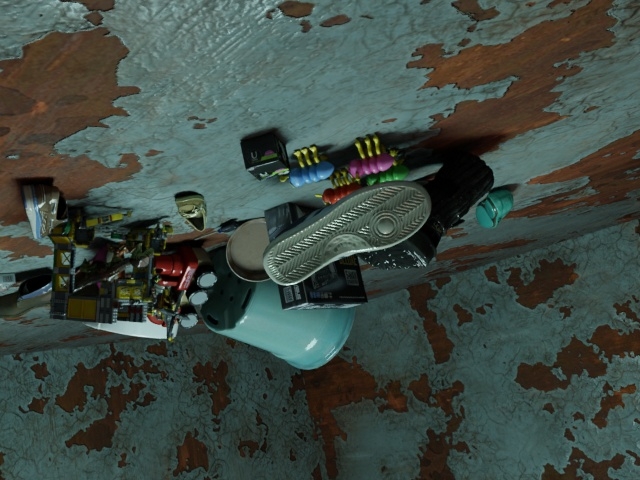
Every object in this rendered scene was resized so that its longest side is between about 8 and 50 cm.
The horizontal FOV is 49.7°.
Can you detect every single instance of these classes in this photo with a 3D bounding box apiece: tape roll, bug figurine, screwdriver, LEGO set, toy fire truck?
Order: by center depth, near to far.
[{"bbox_3d":[0.057,-0.127,1.365,0.216,0.072,0.279,-16,168,18],"label":"bug figurine"},{"bbox_3d":[-0.382,0.065,1.406,0.192,0.255,0.331,1,168,26],"label":"LEGO set"},{"bbox_3d":[-0.257,-0.019,1.702,0.025,0.024,0.169,32,146,-31],"label":"screwdriver"},{"bbox_3d":[-0.408,0.125,1.759,0.246,0.158,0.217,7,123,-37],"label":"toy fire truck"},{"bbox_3d":[-0.565,0.217,2.073,0.286,0.100,0.286,12,178,0],"label":"tape roll"}]

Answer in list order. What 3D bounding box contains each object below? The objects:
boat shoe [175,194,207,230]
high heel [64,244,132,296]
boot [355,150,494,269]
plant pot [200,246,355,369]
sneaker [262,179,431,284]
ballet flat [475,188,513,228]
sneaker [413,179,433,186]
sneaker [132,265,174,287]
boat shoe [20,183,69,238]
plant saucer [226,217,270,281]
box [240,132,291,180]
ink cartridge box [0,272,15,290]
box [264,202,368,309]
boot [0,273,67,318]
[{"bbox_3d":[-0.264,-0.057,1.436,0.056,0.048,0.153,-11,169,-4],"label":"boat shoe"},{"bbox_3d":[-0.573,0.098,1.718,0.181,0.127,0.377,-2,163,-10],"label":"high heel"},{"bbox_3d":[0.203,-0.066,1.530,0.260,0.131,0.348,-51,-154,-19],"label":"boot"},{"bbox_3d":[-0.134,0.165,1.940,0.341,0.341,0.334,-21,150,38],"label":"plant pot"},{"bbox_3d":[0.049,-0.032,1.384,0.349,0.131,0.148,-21,-167,7],"label":"sneaker"},{"bbox_3d":[0.507,-0.091,1.979,0.087,0.083,0.247,-26,170,0],"label":"ballet flat"},{"bbox_3d":[0.171,-0.089,1.639,0.222,0.083,0.118,-23,159,34],"label":"sneaker"},{"bbox_3d":[-0.407,0.135,1.932,0.132,0.086,0.229,-25,126,13],"label":"sneaker"},{"bbox_3d":[-0.480,-0.048,1.221,0.066,0.066,0.183,-9,168,-18],"label":"boat shoe"},{"bbox_3d":[-0.154,0.020,1.722,0.168,0.169,0.029,-8,-158,-17],"label":"plant saucer"},{"bbox_3d":[-0.093,-0.142,1.188,0.062,0.052,0.083,-15,167,10],"label":"box"},{"bbox_3d":[-0.817,0.111,1.745,0.062,0.029,0.115,-3,165,-40],"label":"ink cartridge box"},{"bbox_3d":[-0.006,0.047,1.721,0.076,0.243,0.307,-18,166,28],"label":"box"},{"bbox_3d":[-0.760,0.134,1.763,0.219,0.082,0.106,-11,145,-8],"label":"boot"}]
